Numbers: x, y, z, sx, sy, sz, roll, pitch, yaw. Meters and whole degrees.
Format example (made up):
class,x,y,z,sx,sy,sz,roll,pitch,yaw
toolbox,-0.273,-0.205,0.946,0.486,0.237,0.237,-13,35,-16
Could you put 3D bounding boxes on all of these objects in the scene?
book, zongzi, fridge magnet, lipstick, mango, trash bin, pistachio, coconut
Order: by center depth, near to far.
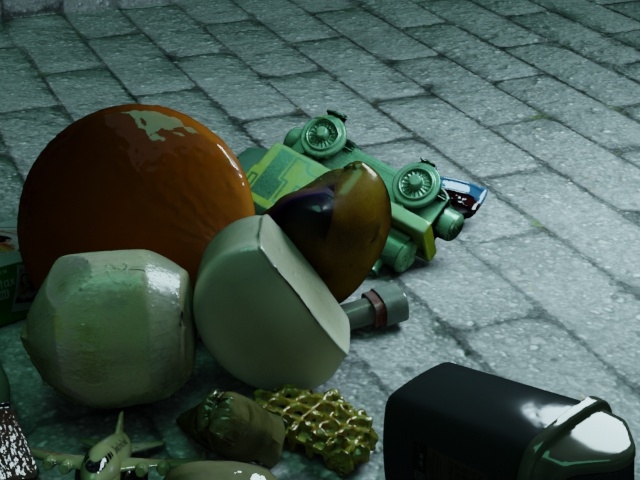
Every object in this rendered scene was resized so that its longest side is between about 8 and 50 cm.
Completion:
class,x,y,z,sx,sy,sz,roll,pitch,yaw
trash bin,0.220,0.267,1.338,0.290,0.210,0.182,18,32,42
pistachio,-0.116,0.303,1.363,0.149,0.113,0.113,-10,28,-18
zongzi,-0.147,0.223,1.488,0.176,0.160,0.078,11,69,29
coconut,-0.288,0.123,1.606,0.230,0.227,0.227,-4,26,2
fridge magnet,-0.275,-0.023,1.774,0.363,0.364,0.155,2,1,3
mango,0.000,0.000,1.795,0.201,0.287,0.153,10,59,2
lipstick,0.039,0.119,1.799,0.186,0.057,0.063,-15,31,-18
book,-0.129,-0.154,2.379,0.103,0.017,0.135,8,27,21

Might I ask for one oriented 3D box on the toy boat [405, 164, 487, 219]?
class,x,y,z,sx,sy,sz,roll,pitch,yaw
toy boat,0.193,-0.089,2.155,0.223,0.100,0.097,4,50,13

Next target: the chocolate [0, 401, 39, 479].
class,x,y,z,sx,sy,sz,roll,pitch,yaw
chocolate,-0.467,0.272,1.327,0.321,0.112,0.112,-1,41,-51

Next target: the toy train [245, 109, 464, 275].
class,x,y,z,sx,sy,sz,roll,pitch,yaw
toy train,0.058,-0.063,2.033,0.369,0.150,0.237,29,72,24

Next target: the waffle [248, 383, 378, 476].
class,x,y,z,sx,sy,sz,roll,pitch,yaw
waffle,-0.015,0.245,1.549,0.160,0.046,0.192,-8,28,-20

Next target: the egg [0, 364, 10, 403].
class,x,y,z,sx,sy,sz,roll,pitch,yaw
egg,-0.497,0.194,1.530,0.192,0.149,0.149,6,27,7

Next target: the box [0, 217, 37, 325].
class,x,y,z,sx,sy,sz,roll,pitch,yaw
box,-0.482,0.038,1.897,0.250,0.103,0.180,-22,34,-36

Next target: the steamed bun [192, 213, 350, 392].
class,x,y,z,sx,sy,sz,roll,pitch,yaw
steamed bun,-0.082,0.101,1.657,0.164,0.242,0.146,-32,20,14

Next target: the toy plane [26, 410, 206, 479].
class,x,y,z,sx,sy,sz,roll,pitch,yaw
toy plane,-0.256,0.273,1.423,0.229,0.092,0.244,3,8,-2
